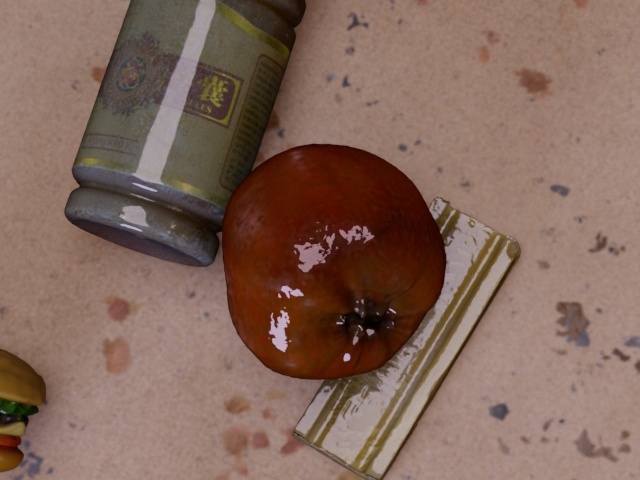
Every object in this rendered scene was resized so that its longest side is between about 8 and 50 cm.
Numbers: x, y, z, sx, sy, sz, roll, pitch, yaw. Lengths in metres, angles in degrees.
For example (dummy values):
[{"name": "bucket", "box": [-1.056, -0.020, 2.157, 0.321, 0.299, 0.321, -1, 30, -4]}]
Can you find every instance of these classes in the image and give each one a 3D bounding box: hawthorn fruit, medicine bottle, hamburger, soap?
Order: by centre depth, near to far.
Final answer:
[{"name": "hawthorn fruit", "box": [0.000, 0.000, 1.690, 0.197, 0.196, 0.225, -27, 49, -1]}, {"name": "hamburger", "box": [-0.320, 0.139, 1.716, 0.162, 0.162, 0.115, 18, 88, 7]}, {"name": "medicine bottle", "box": [-0.111, -0.149, 1.752, 0.151, 0.151, 0.322, 17, 81, 7]}, {"name": "soap", "box": [0.078, 0.089, 1.754, 0.092, 0.037, 0.252, 31, 82, 8]}]
